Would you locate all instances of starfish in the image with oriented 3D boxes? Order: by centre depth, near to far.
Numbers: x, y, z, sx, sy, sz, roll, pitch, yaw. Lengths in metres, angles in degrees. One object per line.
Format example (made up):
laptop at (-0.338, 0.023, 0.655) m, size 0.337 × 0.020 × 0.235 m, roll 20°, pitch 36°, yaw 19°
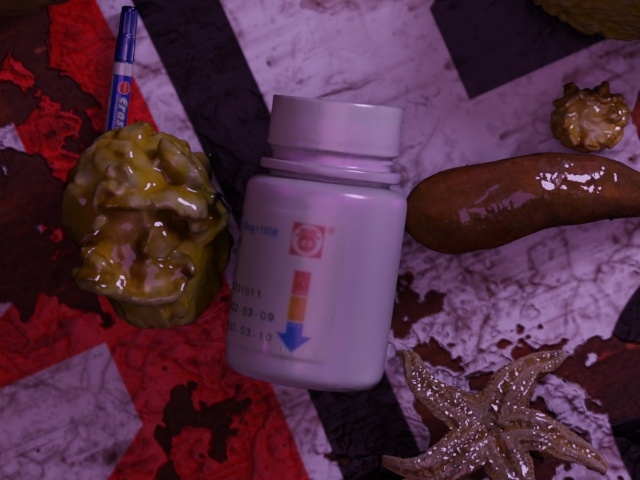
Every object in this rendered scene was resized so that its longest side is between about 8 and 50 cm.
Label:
starfish at (0.185, 0.200, 1.486) m, size 0.236 × 0.062 × 0.277 m, roll -28°, pitch 61°, yaw -18°

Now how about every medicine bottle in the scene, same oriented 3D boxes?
medicine bottle at (0.000, 0.000, 1.464) m, size 0.170 × 0.170 × 0.293 m, roll 8°, pitch 95°, yaw 4°

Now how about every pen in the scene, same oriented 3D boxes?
pen at (-0.218, -0.152, 1.544) m, size 0.025 × 0.025 × 0.204 m, roll 8°, pitch 94°, yaw 4°

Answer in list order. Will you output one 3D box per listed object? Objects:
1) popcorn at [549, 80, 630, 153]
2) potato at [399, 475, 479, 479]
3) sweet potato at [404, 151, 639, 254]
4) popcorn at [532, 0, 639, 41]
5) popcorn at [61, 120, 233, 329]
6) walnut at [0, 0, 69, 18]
popcorn at (0.280, -0.130, 1.491) m, size 0.082 × 0.057 × 0.083 m, roll -35°, pitch 86°, yaw 8°
potato at (0.077, 0.339, 1.500) m, size 0.235 × 0.128 × 0.161 m, roll -14°, pitch 93°, yaw -1°
sweet potato at (0.224, -0.044, 1.481) m, size 0.292 × 0.097 × 0.097 m, roll -7°, pitch 93°, yaw 5°
popcorn at (0.307, -0.289, 1.397) m, size 0.286 × 0.225 × 0.173 m, roll 16°, pitch 91°, yaw 2°
popcorn at (-0.172, -0.014, 1.465) m, size 0.169 × 0.189 × 0.218 m, roll -21°, pitch 94°, yaw 1°
walnut at (-0.333, -0.384, 1.404) m, size 0.333 × 0.333 × 0.333 m, roll 0°, pitch 93°, yaw 4°
